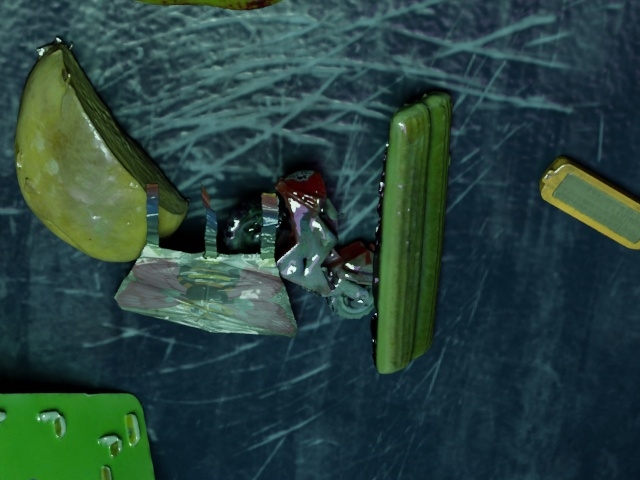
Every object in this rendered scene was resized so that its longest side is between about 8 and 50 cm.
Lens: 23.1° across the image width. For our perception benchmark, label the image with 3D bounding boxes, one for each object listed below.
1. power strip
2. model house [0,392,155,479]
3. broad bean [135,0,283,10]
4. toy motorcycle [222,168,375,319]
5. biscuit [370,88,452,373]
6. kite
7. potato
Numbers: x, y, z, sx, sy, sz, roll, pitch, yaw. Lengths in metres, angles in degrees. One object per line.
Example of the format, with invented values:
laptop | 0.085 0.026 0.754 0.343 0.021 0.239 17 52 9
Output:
power strip | 0.310 -0.034 1.681 0.178 0.028 0.049 28 114 -17
model house | -0.404 0.244 1.747 0.324 0.340 0.300 -22 163 35
broad bean | -0.125 -0.264 1.509 0.339 0.061 0.077 3 111 -6
toy motorcycle | 0.000 -0.001 1.654 0.213 0.082 0.122 32 104 -34
biscuit | 0.098 0.000 1.655 0.038 0.099 0.322 23 124 35
kite | -0.108 0.022 1.585 0.204 0.022 0.360 9 155 -3
potato | -0.248 -0.067 1.594 0.138 0.098 0.243 -29 115 14
